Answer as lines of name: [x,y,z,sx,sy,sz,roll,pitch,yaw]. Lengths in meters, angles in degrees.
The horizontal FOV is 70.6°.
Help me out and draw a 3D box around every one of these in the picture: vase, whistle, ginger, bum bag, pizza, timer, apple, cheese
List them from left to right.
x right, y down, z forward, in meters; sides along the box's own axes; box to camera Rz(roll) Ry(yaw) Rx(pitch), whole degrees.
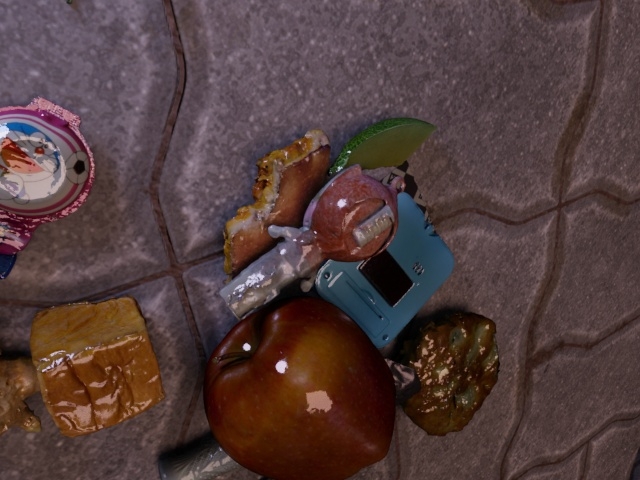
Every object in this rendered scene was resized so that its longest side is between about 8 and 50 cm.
ginger: [-0.465,0.199,0.602,0.216,0.102,0.157,52,52,-28]
cheese: [-0.387,-0.063,0.575,0.155,0.062,0.244,29,92,-37]
vase: [-0.185,0.400,0.849,0.219,0.096,0.096,-20,117,-20]
pizza: [-0.080,-0.053,0.745,0.305,0.085,0.161,-58,147,2]
apple: [-0.032,0.244,0.757,0.317,0.288,0.288,38,86,-18]
whistle: [0.000,0.000,0.708,0.346,0.134,0.142,-36,144,-12]
bum bag: [0.072,0.360,0.971,0.310,0.074,0.137,-39,106,3]
timer: [0.115,0.051,0.873,0.250,0.091,0.232,-44,116,-5]

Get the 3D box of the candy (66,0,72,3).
candy: [-0.313,-0.377,0.521,0.055,0.049,0.185,1,119,1]

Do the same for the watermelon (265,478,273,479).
watermelon: [-0.088,0.702,0.960,0.320,0.214,0.289,38,91,10]

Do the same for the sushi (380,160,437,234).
sushi: [0.144,-0.005,0.917,0.231,0.047,0.220,-39,123,-12]

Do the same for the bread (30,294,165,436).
bread: [-0.315,0.170,0.648,0.143,0.158,0.149,-15,110,-24]

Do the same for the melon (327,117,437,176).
melon: [0.102,-0.163,0.807,0.262,0.053,0.114,-25,149,-38]

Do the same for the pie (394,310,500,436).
pie: [0.308,0.318,1.098,0.288,0.103,0.355,-26,117,-20]
